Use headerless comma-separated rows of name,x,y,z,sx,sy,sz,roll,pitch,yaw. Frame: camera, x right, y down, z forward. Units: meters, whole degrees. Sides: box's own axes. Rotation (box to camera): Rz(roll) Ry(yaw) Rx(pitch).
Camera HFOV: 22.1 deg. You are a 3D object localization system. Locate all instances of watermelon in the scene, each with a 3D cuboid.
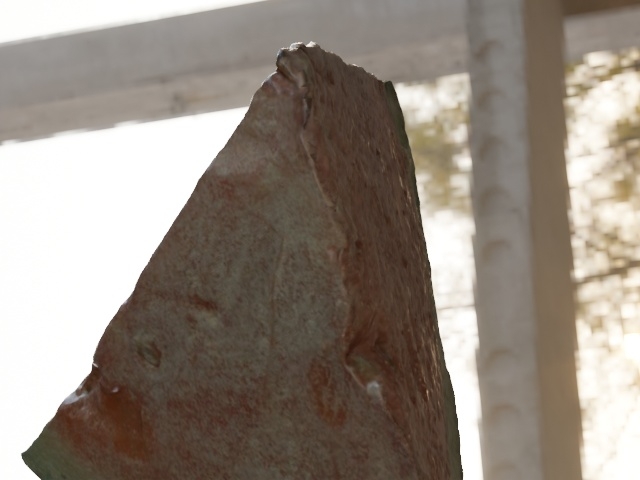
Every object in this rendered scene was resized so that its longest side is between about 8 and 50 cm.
watermelon,0.012,0.014,0.538,0.202,0.136,0.207,-45,19,59
